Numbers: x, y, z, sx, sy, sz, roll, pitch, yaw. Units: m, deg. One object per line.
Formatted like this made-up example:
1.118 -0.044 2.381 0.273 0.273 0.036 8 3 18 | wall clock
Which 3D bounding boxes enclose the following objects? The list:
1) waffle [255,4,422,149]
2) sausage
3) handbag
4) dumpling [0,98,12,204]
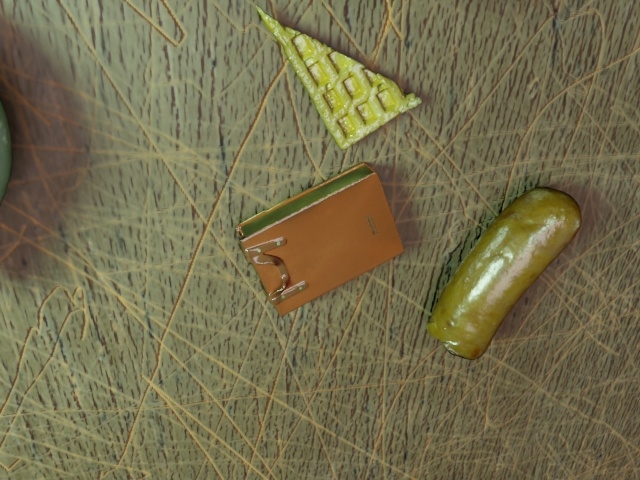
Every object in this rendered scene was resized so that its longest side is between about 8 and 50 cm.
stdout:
0.027 -0.208 0.641 0.125 0.032 0.191 -30 122 2 | waffle
0.252 0.042 0.797 0.108 0.109 0.271 26 106 -26 | sausage
0.000 0.000 0.723 0.190 0.063 0.127 -26 120 -6 | handbag
-0.419 -0.077 0.489 0.321 0.211 0.270 53 57 -18 | dumpling
